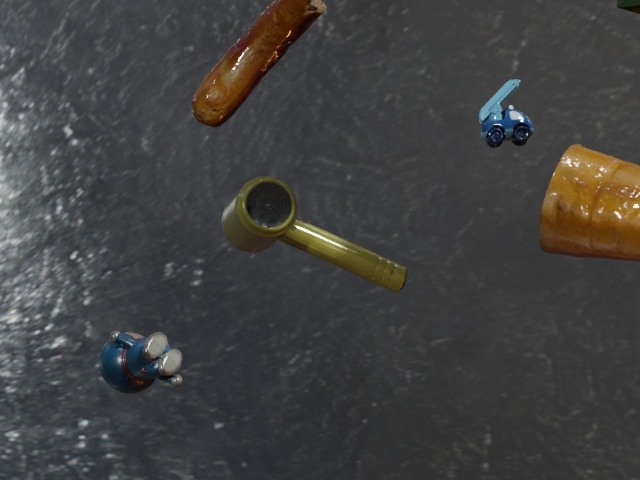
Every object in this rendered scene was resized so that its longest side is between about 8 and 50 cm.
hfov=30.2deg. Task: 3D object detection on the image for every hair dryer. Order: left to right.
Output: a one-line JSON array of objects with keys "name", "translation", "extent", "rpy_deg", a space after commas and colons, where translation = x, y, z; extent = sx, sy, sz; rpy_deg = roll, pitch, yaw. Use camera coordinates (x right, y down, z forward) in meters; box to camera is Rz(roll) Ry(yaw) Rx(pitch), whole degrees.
[{"name": "hair dryer", "translation": [0.000, 0.000, 1.696], "extent": [0.279, 0.135, 0.090], "rpy_deg": [24, 74, -9]}]

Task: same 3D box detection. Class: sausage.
[{"name": "sausage", "translation": [-0.105, -0.313, 1.970], "extent": [0.076, 0.103, 0.302], "rpy_deg": [41, 103, -11]}]

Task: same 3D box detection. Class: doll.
[{"name": "doll", "translation": [-0.257, 0.169, 1.670], "extent": [0.114, 0.152, 0.085], "rpy_deg": [51, 52, -14]}]

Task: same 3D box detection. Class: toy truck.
[{"name": "toy truck", "translation": [0.254, -0.174, 1.624], "extent": [0.073, 0.056, 0.090], "rpy_deg": [-3, 87, 4]}]

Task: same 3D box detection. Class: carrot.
[{"name": "carrot", "translation": [0.507, -0.042, 1.946], "extent": [0.196, 0.254, 0.196], "rpy_deg": [-34, 132, -47]}]

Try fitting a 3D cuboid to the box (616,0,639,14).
[{"name": "box", "translation": [0.450, -0.315, 1.259], "extent": [0.195, 0.148, 0.177], "rpy_deg": [11, 91, -22]}]
